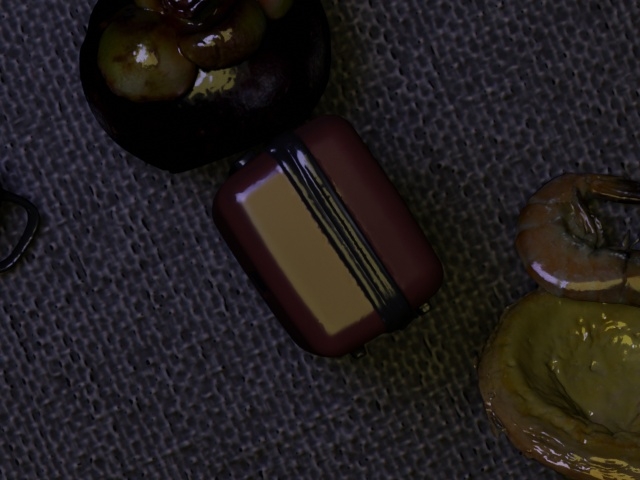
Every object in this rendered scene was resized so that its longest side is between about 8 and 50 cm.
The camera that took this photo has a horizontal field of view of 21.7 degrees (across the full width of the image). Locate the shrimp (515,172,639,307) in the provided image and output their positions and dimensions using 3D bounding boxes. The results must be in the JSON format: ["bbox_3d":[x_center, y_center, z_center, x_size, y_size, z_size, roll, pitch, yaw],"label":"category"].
[{"bbox_3d":[0.359,0.006,1.803,0.296,0.058,0.169,12,61,5],"label":"shrimp"}]

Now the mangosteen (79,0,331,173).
[{"bbox_3d":[-0.122,-0.198,1.730,0.287,0.287,0.233,-15,98,4],"label":"mangosteen"}]

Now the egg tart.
[{"bbox_3d":[0.316,0.166,1.774,0.315,0.315,0.120,6,134,3],"label":"egg tart"}]

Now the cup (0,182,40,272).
[{"bbox_3d":[-0.423,-0.013,1.832,0.223,0.169,0.176,15,100,-29],"label":"cup"}]

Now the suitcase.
[{"bbox_3d":[0.000,0.000,1.731,0.161,0.297,0.236,-34,91,-5],"label":"suitcase"}]
